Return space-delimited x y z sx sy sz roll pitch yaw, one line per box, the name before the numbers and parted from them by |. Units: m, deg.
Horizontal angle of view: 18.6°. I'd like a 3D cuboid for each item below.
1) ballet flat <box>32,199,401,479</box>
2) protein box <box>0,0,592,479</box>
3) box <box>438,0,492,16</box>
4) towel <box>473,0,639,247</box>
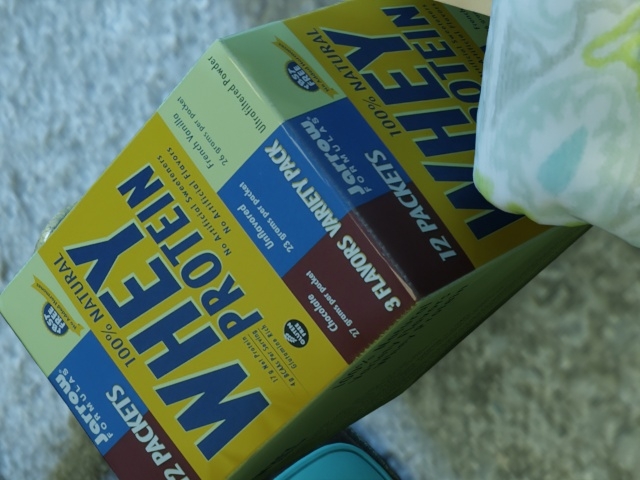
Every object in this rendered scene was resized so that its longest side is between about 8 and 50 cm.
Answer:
ballet flat | -0.038 0.131 1.034 0.348 0.123 0.123 53 128 9
protein box | 0.000 0.000 0.892 0.136 0.201 0.200 53 128 10
box | 0.114 -0.178 0.820 0.130 0.091 0.171 19 116 30
towel | 0.252 -0.124 0.678 0.374 0.090 0.321 13 113 13
